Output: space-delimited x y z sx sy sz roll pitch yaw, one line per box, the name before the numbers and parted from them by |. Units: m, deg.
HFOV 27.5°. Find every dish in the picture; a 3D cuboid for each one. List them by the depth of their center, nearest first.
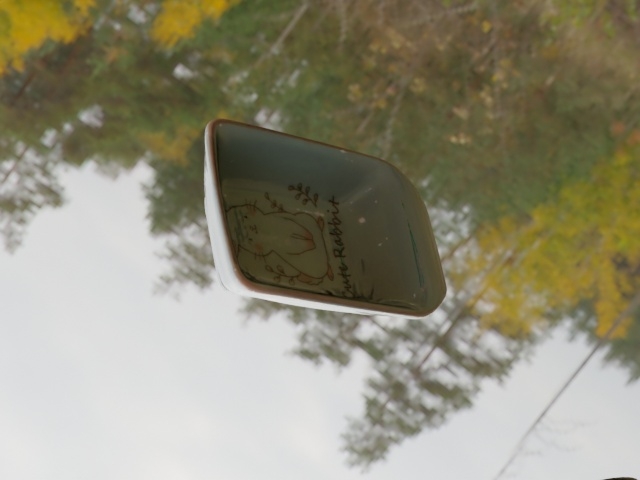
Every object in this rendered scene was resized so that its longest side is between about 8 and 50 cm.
dish | 0.000 0.000 1.050 0.234 0.064 0.154 11 -126 -35

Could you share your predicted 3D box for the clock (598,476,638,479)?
clock | 0.111 0.251 0.961 0.279 0.273 0.049 55 -159 -63
